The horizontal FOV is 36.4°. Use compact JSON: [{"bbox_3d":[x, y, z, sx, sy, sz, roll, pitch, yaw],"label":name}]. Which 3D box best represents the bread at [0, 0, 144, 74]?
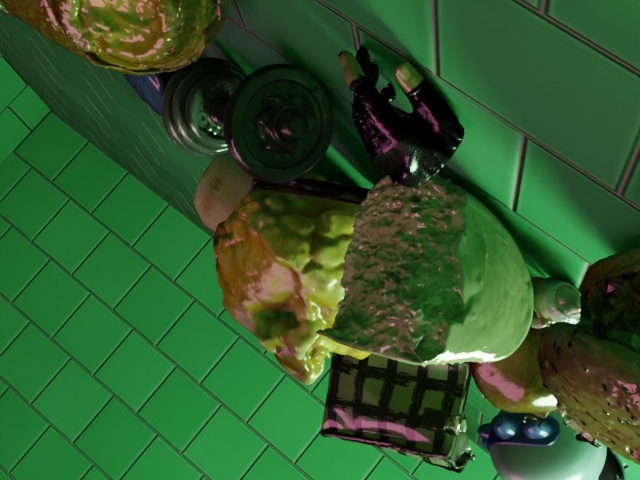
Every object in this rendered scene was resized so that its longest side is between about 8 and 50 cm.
[{"bbox_3d":[-0.373,-0.405,1.545,0.376,0.208,0.251,32,172,22],"label":"bread"}]

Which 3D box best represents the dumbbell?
[{"bbox_3d":[-0.124,-0.199,1.557,0.179,0.179,0.406,45,169,-28],"label":"dumbbell"}]

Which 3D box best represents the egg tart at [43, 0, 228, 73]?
[{"bbox_3d":[-0.262,-0.335,1.320,0.278,0.095,0.279,6,129,8],"label":"egg tart"}]

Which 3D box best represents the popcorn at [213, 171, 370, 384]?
[{"bbox_3d":[-0.011,0.050,1.853,0.344,0.353,0.390,45,135,48],"label":"popcorn"}]

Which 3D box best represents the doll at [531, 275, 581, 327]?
[{"bbox_3d":[0.339,0.097,1.418,0.073,0.084,0.127,43,177,-23],"label":"doll"}]

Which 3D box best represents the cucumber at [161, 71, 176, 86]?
[{"bbox_3d":[-0.206,-0.259,1.831,0.359,0.096,0.096,35,169,26],"label":"cucumber"}]

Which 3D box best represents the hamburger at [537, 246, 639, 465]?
[{"bbox_3d":[0.407,0.153,1.108,0.318,0.195,0.277,32,169,27],"label":"hamburger"}]

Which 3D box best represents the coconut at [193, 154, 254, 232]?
[{"bbox_3d":[-0.157,-0.093,2.063,0.241,0.241,0.241,39,170,8],"label":"coconut"}]

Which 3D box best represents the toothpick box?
[{"bbox_3d":[0.472,0.450,2.014,0.263,0.263,0.355,31,166,41],"label":"toothpick box"}]

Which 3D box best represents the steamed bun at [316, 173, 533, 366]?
[{"bbox_3d":[0.167,0.035,1.439,0.273,0.272,0.290,5,-170,-28],"label":"steamed bun"}]

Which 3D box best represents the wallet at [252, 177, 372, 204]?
[{"bbox_3d":[0.030,-0.078,1.594,0.255,0.031,0.137,6,-175,-34],"label":"wallet"}]

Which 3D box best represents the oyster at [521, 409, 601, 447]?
[{"bbox_3d":[0.430,0.279,1.753,0.197,0.133,0.337,40,173,-14],"label":"oyster"}]

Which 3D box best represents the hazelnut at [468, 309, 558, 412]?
[{"bbox_3d":[0.329,0.189,1.582,0.210,0.186,0.210,19,161,7],"label":"hazelnut"}]

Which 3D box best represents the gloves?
[{"bbox_3d":[0.080,-0.156,1.201,0.180,0.106,0.129,38,173,-14],"label":"gloves"}]

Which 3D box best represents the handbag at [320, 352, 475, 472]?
[{"bbox_3d":[0.175,0.278,2.004,0.327,0.325,0.162,7,177,40],"label":"handbag"}]

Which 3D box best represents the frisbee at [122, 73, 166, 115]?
[{"bbox_3d":[-0.365,-0.358,1.817,0.290,0.049,0.289,57,166,23],"label":"frisbee"}]
